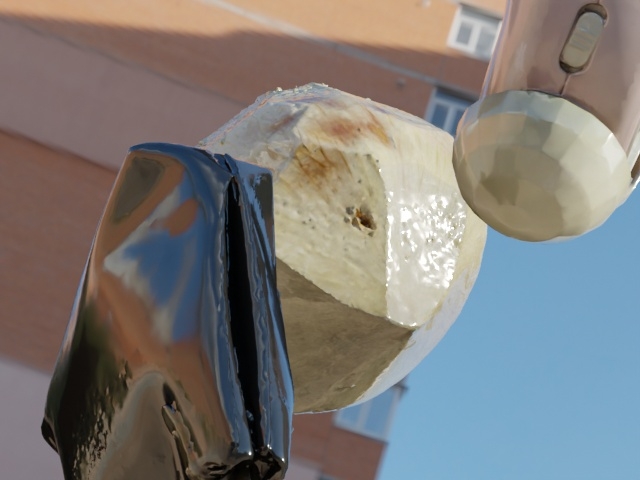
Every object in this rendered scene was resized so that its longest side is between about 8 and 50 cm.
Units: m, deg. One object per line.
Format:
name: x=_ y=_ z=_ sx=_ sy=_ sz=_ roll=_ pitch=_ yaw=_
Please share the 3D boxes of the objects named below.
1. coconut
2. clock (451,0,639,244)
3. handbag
coconut: x=0.000 y=0.000 z=1.675 sx=0.415 sy=0.415 sz=0.344 roll=-9 pitch=-40 yaw=39
clock: x=0.233 y=-0.162 z=1.251 sx=0.184 sy=0.325 sz=0.342 roll=19 pitch=11 yaw=18
handbag: x=-0.095 y=0.129 z=1.008 sx=0.152 sy=0.288 sz=0.342 roll=7 pitch=-51 yaw=-19
